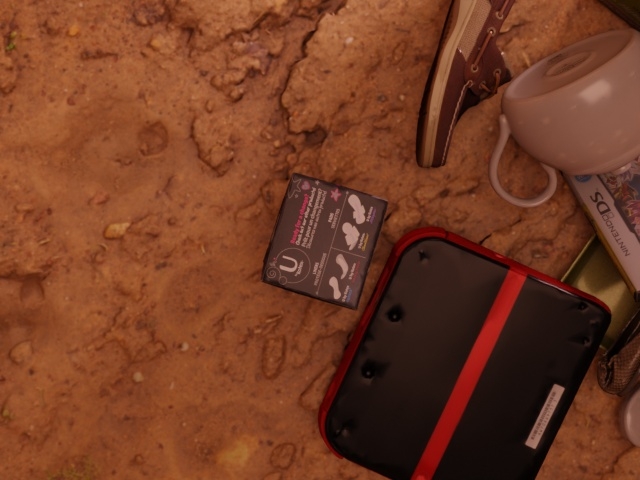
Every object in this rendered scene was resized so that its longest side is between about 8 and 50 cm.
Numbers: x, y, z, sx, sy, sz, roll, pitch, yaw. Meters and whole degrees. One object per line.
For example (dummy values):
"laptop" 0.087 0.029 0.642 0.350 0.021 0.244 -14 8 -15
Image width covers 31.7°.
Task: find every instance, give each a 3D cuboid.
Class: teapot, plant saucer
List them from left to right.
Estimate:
"teapot" 0.397 -0.177 1.649 0.252 0.256 0.187 -43 112 -38
"plant saucer" 0.466 0.078 1.732 0.188 0.045 0.188 35 89 -1

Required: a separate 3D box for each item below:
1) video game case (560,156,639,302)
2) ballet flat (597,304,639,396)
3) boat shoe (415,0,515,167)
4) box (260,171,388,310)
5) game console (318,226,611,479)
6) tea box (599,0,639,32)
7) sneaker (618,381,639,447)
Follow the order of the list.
"video game case" 0.535 -0.069 1.672 0.275 0.035 0.248 -24 59 2
"ballet flat" 0.482 0.115 1.672 0.058 0.084 0.249 29 95 -3
"boat shoe" 0.234 -0.264 1.694 0.123 0.123 0.341 17 83 0
"box" 0.000 0.000 1.619 0.142 0.247 0.163 16 89 -2
"game console" 0.209 0.204 1.703 0.342 0.060 0.386 24 96 -3
"tea box" 0.597 -0.449 1.599 0.220 0.323 0.329 37 88 -2
"sneaker" 0.636 0.245 1.652 0.366 0.210 0.137 -8 90 -1
